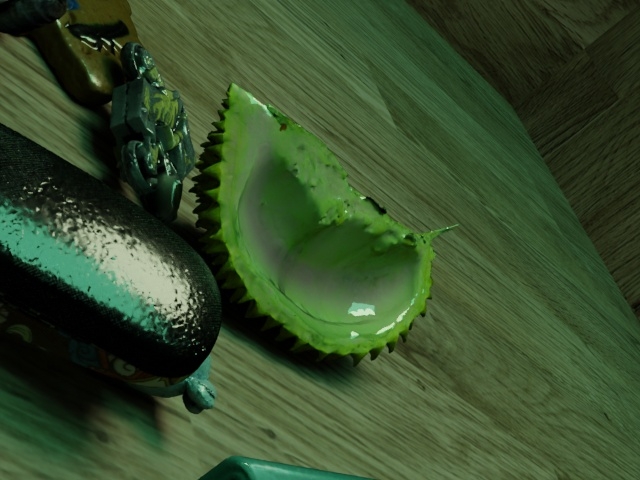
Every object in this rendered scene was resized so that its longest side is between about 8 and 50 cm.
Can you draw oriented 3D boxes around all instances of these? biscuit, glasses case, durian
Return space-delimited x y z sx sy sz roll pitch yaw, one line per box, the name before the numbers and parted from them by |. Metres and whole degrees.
biscuit | -0.279 -0.258 1.269 0.301 0.043 0.278 40 21 -31
glasses case | -0.206 -0.008 0.834 0.321 0.082 0.122 31 33 -20
durian | -0.003 0.007 1.214 0.356 0.169 0.157 31 25 -45

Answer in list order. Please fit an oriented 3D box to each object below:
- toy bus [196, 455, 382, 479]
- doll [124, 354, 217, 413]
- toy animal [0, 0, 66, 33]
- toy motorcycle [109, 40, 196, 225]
toy bus | 0.000 0.218 0.774 0.256 0.147 0.128 23 34 -54
doll | -0.119 0.057 0.986 0.120 0.075 0.179 40 19 -13
toy animal | -0.312 -0.219 1.080 0.219 0.116 0.179 29 -17 15
toy motorcycle | -0.157 -0.096 1.206 0.124 0.061 0.193 57 19 -47
